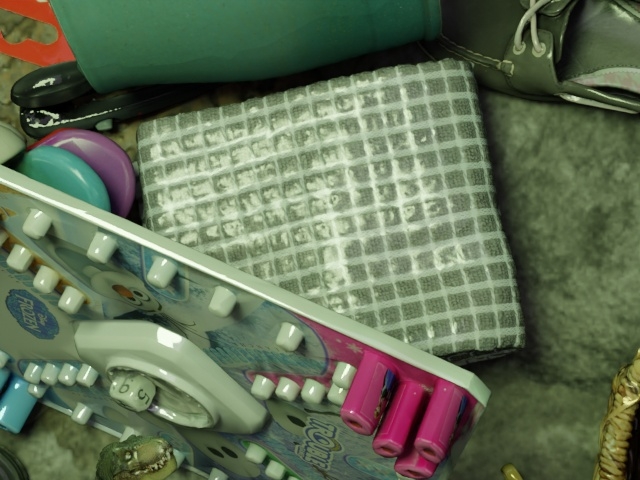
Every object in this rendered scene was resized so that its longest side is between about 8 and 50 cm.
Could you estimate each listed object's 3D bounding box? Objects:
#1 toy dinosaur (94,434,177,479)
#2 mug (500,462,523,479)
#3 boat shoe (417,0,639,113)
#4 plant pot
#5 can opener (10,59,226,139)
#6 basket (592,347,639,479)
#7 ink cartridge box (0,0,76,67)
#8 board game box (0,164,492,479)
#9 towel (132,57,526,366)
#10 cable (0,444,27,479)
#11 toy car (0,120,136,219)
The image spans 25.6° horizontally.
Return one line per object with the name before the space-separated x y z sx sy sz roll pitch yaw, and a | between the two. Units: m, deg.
toy dinosaur | -0.165 0.248 0.959 0.118 0.064 0.268 41 95 -8
mug | 0.161 0.212 1.065 0.078 0.064 0.062 27 87 7
boat shoe | 0.235 -0.152 1.087 0.335 0.095 0.112 16 85 6
plant pot | -0.077 -0.230 1.028 0.255 0.271 0.271 -21 82 -1
can opener | -0.155 -0.122 1.136 0.186 0.073 0.059 -12 94 -10
basket | 0.300 0.213 0.975 0.214 0.223 0.299 -5 84 4
ink cartridge box | -0.224 -0.268 1.160 0.189 0.066 0.232 19 81 6
board game box | -0.106 0.103 0.939 0.390 0.390 0.050 23 64 7
towel | 0.000 0.000 1.075 0.284 0.121 0.235 -12 82 3
cable | -0.362 0.133 1.127 0.287 0.072 0.139 16 91 -3
toy car | -0.205 -0.029 1.069 0.136 0.182 0.159 -30 101 -7
